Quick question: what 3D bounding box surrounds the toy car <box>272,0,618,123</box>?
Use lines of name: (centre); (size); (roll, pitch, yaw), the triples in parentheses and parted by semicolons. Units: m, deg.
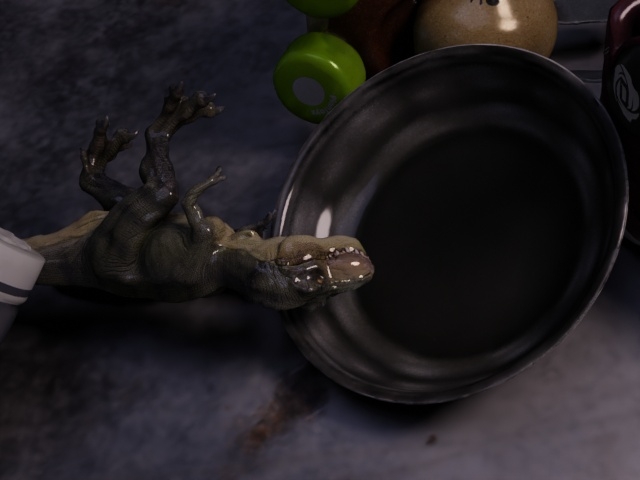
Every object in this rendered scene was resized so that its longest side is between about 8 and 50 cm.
toy car: (0.088, -0.141, 0.721); (0.188, 0.149, 0.155); (17, 47, 14)

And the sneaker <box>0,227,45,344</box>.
sneaker: (-0.280, 0.003, 0.703); (0.321, 0.126, 0.127); (27, 88, 49)

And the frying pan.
frying pan: (0.010, 0.022, 0.656); (0.326, 0.053, 0.197); (-30, 56, 16)

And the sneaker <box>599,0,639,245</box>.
sneaker: (0.208, -0.017, 0.557); (0.106, 0.162, 0.281); (-31, 50, -10)

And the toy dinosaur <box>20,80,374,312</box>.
toy dinosaur: (-0.100, -0.015, 0.671); (0.268, 0.064, 0.118); (-4, 71, 29)
